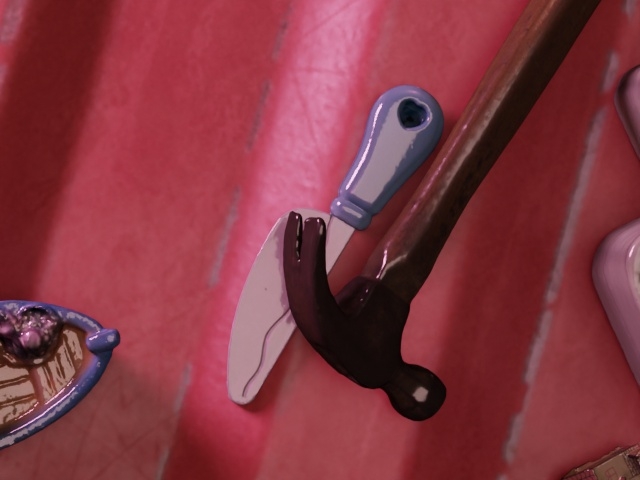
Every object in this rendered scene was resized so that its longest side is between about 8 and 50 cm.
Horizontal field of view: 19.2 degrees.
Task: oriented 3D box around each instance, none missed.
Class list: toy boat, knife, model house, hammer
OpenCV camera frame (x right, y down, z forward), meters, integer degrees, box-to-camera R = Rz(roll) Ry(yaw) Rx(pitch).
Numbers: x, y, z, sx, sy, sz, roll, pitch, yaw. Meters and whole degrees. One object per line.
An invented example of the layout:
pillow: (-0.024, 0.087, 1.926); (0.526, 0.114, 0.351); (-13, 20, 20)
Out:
toy boat: (-0.234, 0.091, 1.187); (0.223, 0.097, 0.100); (-18, 93, -8)
knife: (-0.001, -0.002, 1.263); (0.058, 0.032, 0.244); (37, 87, -9)
model house: (0.206, 0.185, 1.267); (0.058, 0.057, 0.083); (-26, 93, -13)
hammer: (0.125, -0.100, 1.257); (0.168, 0.044, 0.440); (41, 76, -34)

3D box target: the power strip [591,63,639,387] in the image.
power strip: (0.300, -0.011, 1.251); (0.229, 0.141, 0.261); (-25, 94, -9)
